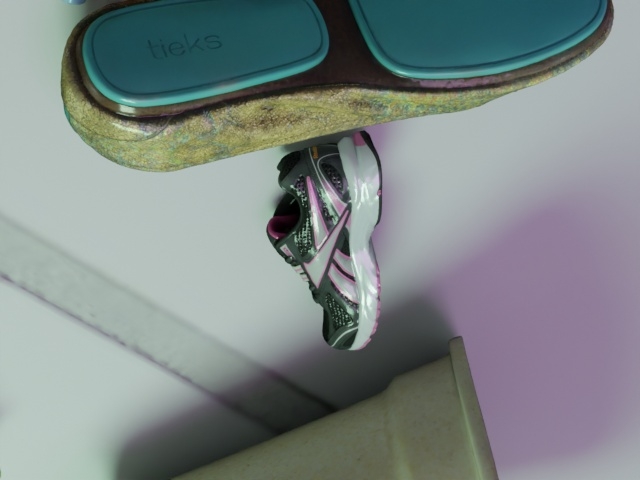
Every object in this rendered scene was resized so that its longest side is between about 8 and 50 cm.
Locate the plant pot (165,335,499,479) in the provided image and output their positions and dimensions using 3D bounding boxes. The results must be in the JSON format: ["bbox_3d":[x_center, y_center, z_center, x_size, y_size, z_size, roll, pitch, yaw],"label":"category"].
[{"bbox_3d":[0.002,0.270,1.265,0.305,0.334,0.334,-14,136,3],"label":"plant pot"}]

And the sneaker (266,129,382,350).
[{"bbox_3d":[0.000,0.000,1.173,0.077,0.072,0.178,-5,125,-5],"label":"sneaker"}]

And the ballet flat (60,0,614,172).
[{"bbox_3d":[0.008,-0.114,1.041,0.348,0.123,0.123,-12,134,-15],"label":"ballet flat"}]

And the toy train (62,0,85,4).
[{"bbox_3d":[-0.088,-0.196,0.954,0.125,0.046,0.166,6,128,-29],"label":"toy train"}]
